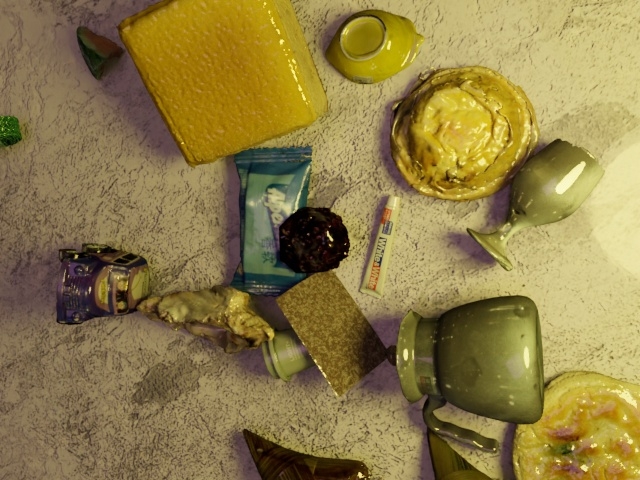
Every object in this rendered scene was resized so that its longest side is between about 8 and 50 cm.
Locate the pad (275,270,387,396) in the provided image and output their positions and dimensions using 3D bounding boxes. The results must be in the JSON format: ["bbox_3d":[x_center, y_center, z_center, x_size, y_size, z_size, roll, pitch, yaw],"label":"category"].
[{"bbox_3d":[0.027,0.181,1.096,0.235,0.158,0.003,56,147,6],"label":"pad"}]

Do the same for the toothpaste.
[{"bbox_3d":[0.130,0.013,1.102,0.052,0.033,0.218,17,103,20],"label":"toothpaste"}]

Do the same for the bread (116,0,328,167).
[{"bbox_3d":[-0.188,-0.348,1.059,0.324,0.143,0.333,-15,116,17],"label":"bread"}]

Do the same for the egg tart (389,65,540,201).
[{"bbox_3d":[0.261,-0.211,1.005,0.291,0.107,0.290,1,94,16],"label":"egg tart"}]

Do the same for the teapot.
[{"bbox_3d":[0.271,0.241,1.012,0.285,0.305,0.223,-3,49,25],"label":"teapot"}]

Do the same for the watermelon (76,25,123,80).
[{"bbox_3d":[-0.545,-0.454,1.273,0.155,0.080,0.101,41,139,8],"label":"watermelon"}]

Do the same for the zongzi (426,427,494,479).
[{"bbox_3d":[0.327,0.487,0.985,0.286,0.138,0.300,-35,67,49],"label":"zongzi"}]

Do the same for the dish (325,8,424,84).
[{"bbox_3d":[0.098,-0.395,1.058,0.208,0.080,0.148,-6,93,19],"label":"dish"}]

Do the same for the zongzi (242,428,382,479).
[{"bbox_3d":[-0.026,0.477,1.146,0.248,0.111,0.241,-30,78,12],"label":"zongzi"}]

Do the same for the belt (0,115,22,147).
[{"bbox_3d":[-0.831,-0.261,1.334,0.151,0.121,0.079,-9,94,22],"label":"belt"}]

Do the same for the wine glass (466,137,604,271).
[{"bbox_3d":[0.388,-0.066,0.966,0.126,0.126,0.241,44,103,10],"label":"wine glass"}]

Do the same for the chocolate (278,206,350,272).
[{"bbox_3d":[0.000,0.000,1.059,0.156,0.133,0.156,0,92,-13],"label":"chocolate"}]

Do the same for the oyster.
[{"bbox_3d":[-0.242,0.166,1.162,0.341,0.166,0.110,-8,48,35],"label":"oyster"}]

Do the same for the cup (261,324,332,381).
[{"bbox_3d":[-0.043,0.227,1.129,0.141,0.120,0.120,-22,87,9],"label":"cup"}]

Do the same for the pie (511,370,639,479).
[{"bbox_3d":[0.511,0.404,0.984,0.338,0.075,0.337,2,96,19],"label":"pie"}]

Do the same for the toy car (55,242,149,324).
[{"bbox_3d":[-0.490,0.102,1.201,0.158,0.235,0.172,5,96,5],"label":"toy car"}]

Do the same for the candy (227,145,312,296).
[{"bbox_3d":[-0.112,-0.040,1.151,0.187,0.077,0.331,2,96,11],"label":"candy"}]
